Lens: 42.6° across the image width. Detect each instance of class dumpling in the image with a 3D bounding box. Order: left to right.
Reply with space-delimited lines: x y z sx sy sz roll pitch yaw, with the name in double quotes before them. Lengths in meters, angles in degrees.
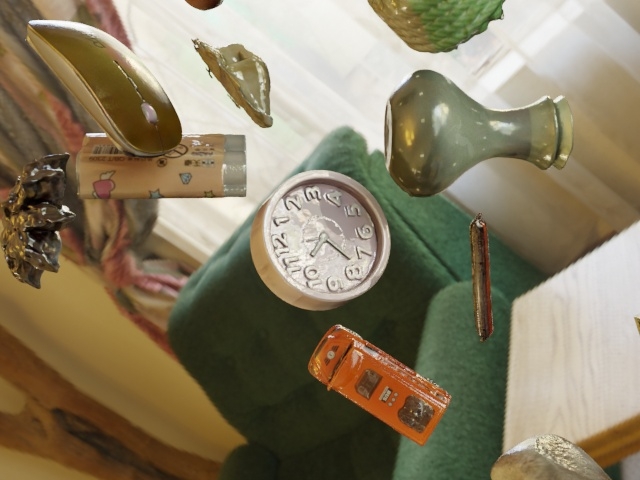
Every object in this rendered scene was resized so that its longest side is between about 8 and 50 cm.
"dumpling" -0.170 -0.339 1.589 0.086 0.166 0.332 -35 38 -9

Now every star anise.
"star anise" -0.508 -0.044 1.442 0.236 0.109 0.223 -67 29 14

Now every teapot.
"teapot" 0.219 -0.153 1.167 0.183 0.251 0.183 178 90 -88

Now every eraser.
"eraser" -0.277 -0.136 1.471 0.171 0.290 0.087 -98 9 -55

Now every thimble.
"thimble" 0.177 -0.397 1.244 0.219 0.150 0.219 -24 49 31

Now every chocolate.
"chocolate" 0.463 0.466 1.523 0.185 0.100 0.303 -17 33 -19

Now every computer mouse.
"computer mouse" -0.346 -0.260 1.332 0.072 0.310 0.158 -49 -15 30

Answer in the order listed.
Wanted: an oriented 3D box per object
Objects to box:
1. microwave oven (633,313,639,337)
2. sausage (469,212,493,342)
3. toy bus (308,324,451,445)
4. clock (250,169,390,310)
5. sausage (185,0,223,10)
"microwave oven" 0.700 0.237 1.490 0.145 0.240 0.194 -20 5 -5
"sausage" 0.215 0.053 1.098 0.025 0.198 0.028 -6 27 4
"toy bus" 0.128 0.330 1.887 0.143 0.329 0.153 -58 -10 2
"clock" 0.000 0.000 1.198 0.197 0.197 0.068 -61 10 -23
"sausage" -0.162 -0.385 1.191 0.077 0.077 0.194 -58 15 -13
